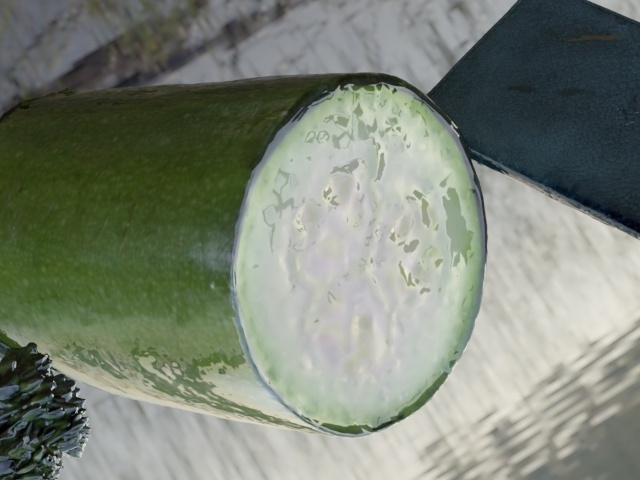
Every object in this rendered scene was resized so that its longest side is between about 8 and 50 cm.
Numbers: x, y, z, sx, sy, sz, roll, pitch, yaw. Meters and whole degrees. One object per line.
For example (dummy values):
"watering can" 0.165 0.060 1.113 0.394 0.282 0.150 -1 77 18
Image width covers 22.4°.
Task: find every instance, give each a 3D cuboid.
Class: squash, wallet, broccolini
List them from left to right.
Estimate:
"broccolini" -0.214 0.108 0.850 0.202 0.091 0.068 -14 167 -39
"squash" -0.089 0.004 1.254 0.263 0.263 0.384 -18 -166 -41
"wallet" 0.262 -0.089 1.319 0.191 0.379 0.046 -46 138 -14
